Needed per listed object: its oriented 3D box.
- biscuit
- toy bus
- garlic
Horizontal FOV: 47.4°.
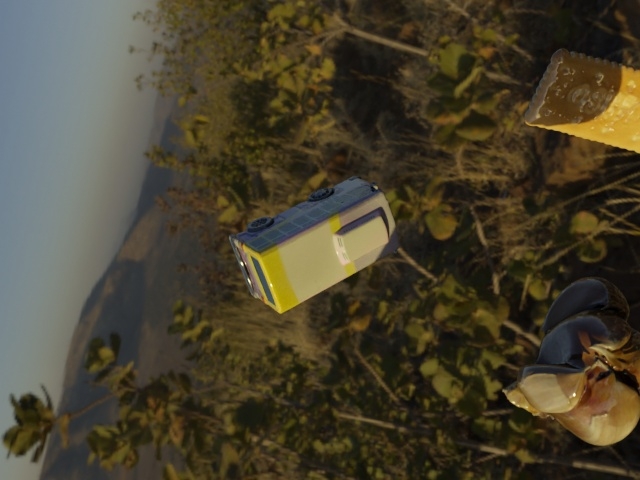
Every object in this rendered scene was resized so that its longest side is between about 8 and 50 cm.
[{"bbox_3d":[0.516,-0.250,1.332,0.030,0.249,0.160,-80,6,-50],"label":"biscuit"},{"bbox_3d":[0.000,0.000,0.474,0.058,0.102,0.052,28,141,59],"label":"toy bus"},{"bbox_3d":[0.380,0.168,1.004,0.214,0.160,0.191,-48,5,-26],"label":"garlic"}]
